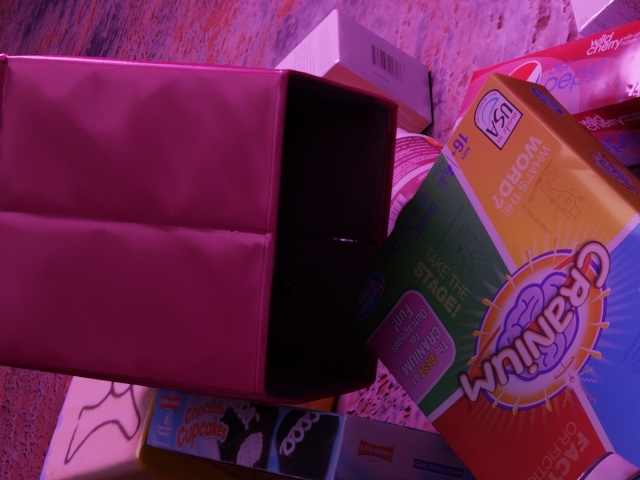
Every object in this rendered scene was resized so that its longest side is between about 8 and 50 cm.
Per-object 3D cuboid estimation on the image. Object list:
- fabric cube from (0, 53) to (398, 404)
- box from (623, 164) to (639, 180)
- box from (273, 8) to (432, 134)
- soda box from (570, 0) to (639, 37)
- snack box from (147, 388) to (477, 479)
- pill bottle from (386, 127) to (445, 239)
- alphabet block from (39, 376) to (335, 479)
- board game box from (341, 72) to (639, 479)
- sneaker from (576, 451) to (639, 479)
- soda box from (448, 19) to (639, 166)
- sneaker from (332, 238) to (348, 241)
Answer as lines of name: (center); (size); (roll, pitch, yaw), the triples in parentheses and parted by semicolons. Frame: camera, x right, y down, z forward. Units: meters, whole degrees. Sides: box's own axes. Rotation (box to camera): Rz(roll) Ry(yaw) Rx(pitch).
fabric cube: (-0.104, -0.010, 1.490); (0.258, 0.254, 0.259); (5, 90, 21)
box: (0.207, -0.012, 1.454); (0.102, 0.101, 0.087); (-39, 33, 34)
box: (0.013, -0.133, 1.882); (0.170, 0.130, 0.091); (-42, 32, 33)
soda box: (0.266, -0.257, 1.633); (0.074, 0.069, 0.216); (-43, 31, 30)
snack box: (0.008, 0.176, 1.509); (0.322, 0.187, 0.060); (0, 76, 59)
pill bottle: (0.092, -0.028, 1.650); (0.121, 0.121, 0.221); (-57, 27, 7)
alphabet block: (-0.127, 0.183, 1.743); (0.197, 0.193, 0.192); (-22, 47, 51)
board game box: (0.172, 0.060, 1.337); (0.316, 0.064, 0.242); (50, 118, 41)
sneaker: (0.215, 0.287, 1.133); (0.178, 0.124, 0.295); (30, 133, 27)
soda box: (0.227, -0.114, 1.532); (0.263, 0.092, 0.083); (-11, 53, 57)
sneaker: (0.000, 0.000, 1.787); (0.090, 0.115, 0.232); (-53, 27, 14)
